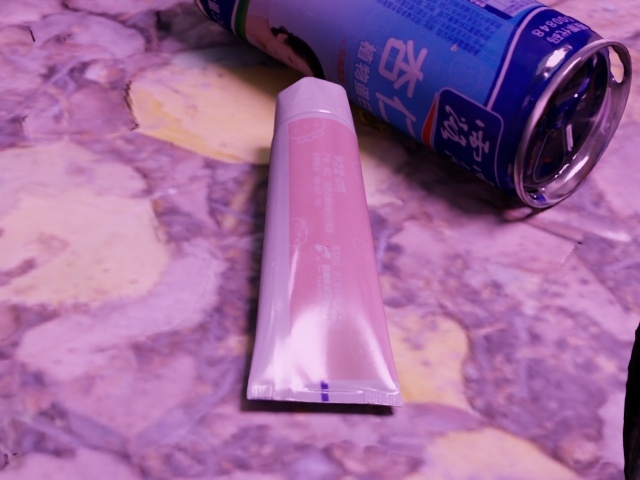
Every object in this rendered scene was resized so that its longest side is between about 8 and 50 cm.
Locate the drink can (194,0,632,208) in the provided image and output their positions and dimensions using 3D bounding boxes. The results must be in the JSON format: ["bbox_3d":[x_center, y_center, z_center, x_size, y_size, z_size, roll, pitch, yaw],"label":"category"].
[{"bbox_3d":[0.042,-0.111,0.823,0.235,0.097,0.097,32,46,29],"label":"drink can"}]

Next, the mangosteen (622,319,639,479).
[{"bbox_3d":[0.227,0.076,0.474,0.288,0.288,0.288,3,39,-2],"label":"mangosteen"}]

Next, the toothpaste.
[{"bbox_3d":[0.000,0.000,0.729,0.067,0.043,0.194,4,45,-6],"label":"toothpaste"}]
